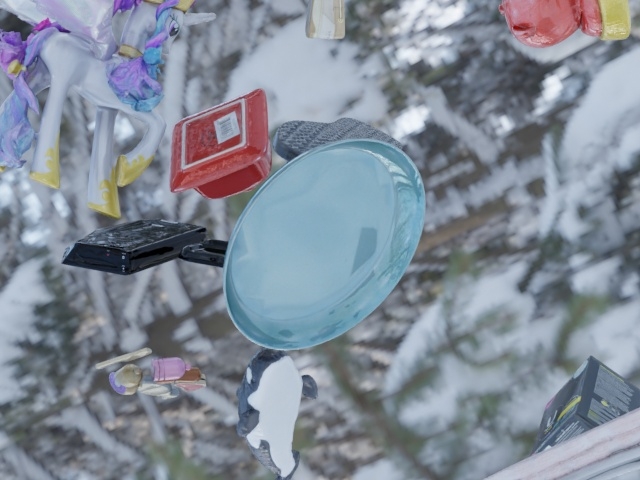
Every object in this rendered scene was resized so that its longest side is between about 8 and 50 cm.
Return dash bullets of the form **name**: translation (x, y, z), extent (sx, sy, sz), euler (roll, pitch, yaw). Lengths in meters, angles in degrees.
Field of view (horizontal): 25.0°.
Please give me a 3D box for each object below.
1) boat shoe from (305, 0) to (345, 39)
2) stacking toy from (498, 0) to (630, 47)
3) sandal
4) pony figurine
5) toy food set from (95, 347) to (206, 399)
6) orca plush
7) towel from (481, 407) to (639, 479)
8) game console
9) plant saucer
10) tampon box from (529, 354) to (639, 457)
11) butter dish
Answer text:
- **boat shoe**: translation (0.019, -0.346, 1.929), extent (0.063, 0.059, 0.170), euler (137, 142, -75)
- **stacking toy**: translation (0.244, -0.372, 1.700), extent (0.309, 0.130, 0.280), euler (-102, -5, -70)
- **sandal**: translation (0.034, -0.131, 2.504), extent (0.167, 0.107, 0.446), euler (30, -165, 15)
- **pony figurine**: translation (-0.347, -0.253, 2.011), extent (0.351, 0.303, 0.364), euler (23, -97, -24)
- **toy food set**: translation (-0.142, 0.124, 1.282), extent (0.122, 0.078, 0.019), euler (30, -135, -57)
- **orca plush**: translation (-0.084, 0.263, 2.299), extent (0.102, 0.151, 0.287), euler (38, 160, 37)
- **towel**: translation (0.316, 0.183, 1.378), extent (0.053, 0.331, 0.317), euler (67, -164, 10)
- **game console**: translation (-0.181, 0.023, 2.100), extent (0.213, 0.361, 0.044), euler (-21, -64, -60)
- **plant saucer**: translation (0.000, 0.000, 1.897), extent (0.043, 0.318, 0.317), euler (42, -175, 42)
- **tampon box**: translation (0.389, 0.272, 2.105), extent (0.101, 0.120, 0.161), euler (35, -148, -1)
- **butter dish**: translation (-0.129, -0.118, 2.095), extent (0.118, 0.159, 0.160), euler (55, -159, -40)
